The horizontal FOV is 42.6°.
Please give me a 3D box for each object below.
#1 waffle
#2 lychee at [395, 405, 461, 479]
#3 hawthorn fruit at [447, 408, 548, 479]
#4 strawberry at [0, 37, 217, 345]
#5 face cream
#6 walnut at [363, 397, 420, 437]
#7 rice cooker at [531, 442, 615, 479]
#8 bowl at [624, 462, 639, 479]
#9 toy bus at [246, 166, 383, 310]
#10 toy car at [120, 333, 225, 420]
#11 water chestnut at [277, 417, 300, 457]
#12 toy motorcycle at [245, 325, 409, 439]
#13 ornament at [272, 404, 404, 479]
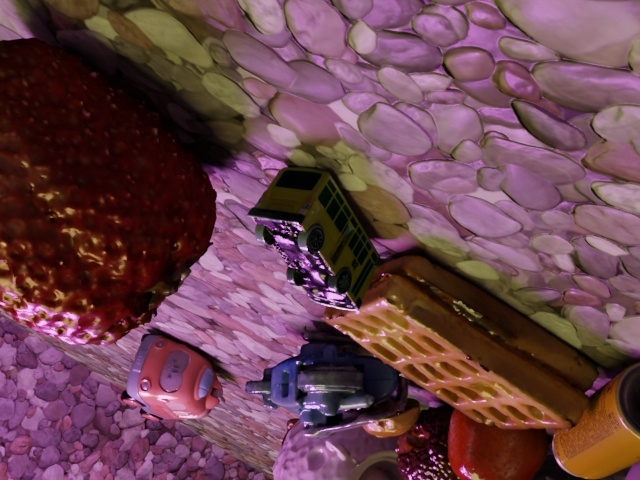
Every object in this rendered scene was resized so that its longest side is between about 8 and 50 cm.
[{"bbox_3d":[0.182,0.141,1.109,0.328,0.098,0.224,34,155,-13],"label":"waffle"},{"bbox_3d":[0.236,0.397,1.497,0.188,0.188,0.188,22,157,10],"label":"lychee"},{"bbox_3d":[0.272,0.355,1.330,0.163,0.203,0.162,22,161,8],"label":"hawthorn fruit"},{"bbox_3d":[-0.282,-0.063,0.943,0.267,0.312,0.351,-8,126,22],"label":"strawberry"},{"bbox_3d":[0.394,0.261,1.121,0.105,0.105,0.348,23,157,9],"label":"face cream"},{"bbox_3d":[0.130,0.326,1.487,0.121,0.091,0.052,-14,97,27],"label":"walnut"},{"bbox_3d":[0.399,0.497,1.431,0.241,0.280,0.227,18,140,15],"label":"rice cooker"},{"bbox_3d":[0.541,0.352,1.092,0.287,0.143,0.287,17,157,7],"label":"bowl"},{"bbox_3d":[0.000,0.000,0.983,0.088,0.101,0.175,8,147,37],"label":"toy bus"},{"bbox_3d":[-0.360,0.360,2.084,0.212,0.180,0.270,7,154,17],"label":"toy car"},{"bbox_3d":[0.008,0.535,1.995,0.224,0.238,0.223,-17,163,-6],"label":"water chestnut"},{"bbox_3d":[0.026,0.271,1.441,0.241,0.182,0.319,34,155,-19],"label":"toy motorcycle"},{"bbox_3d":[0.062,0.500,1.716,0.337,0.337,0.337,22,157,10],"label":"ornament"}]
